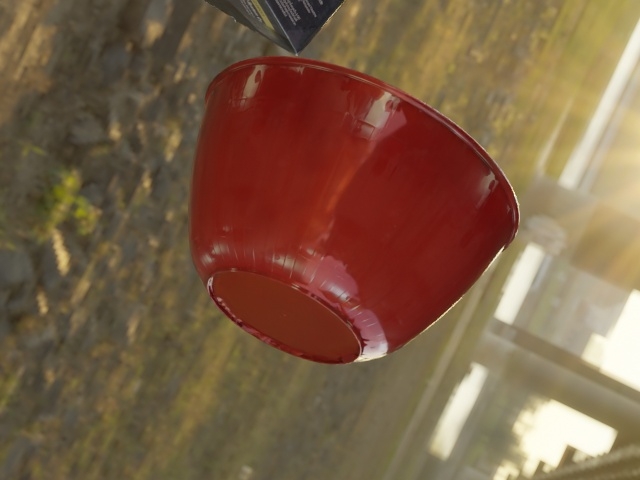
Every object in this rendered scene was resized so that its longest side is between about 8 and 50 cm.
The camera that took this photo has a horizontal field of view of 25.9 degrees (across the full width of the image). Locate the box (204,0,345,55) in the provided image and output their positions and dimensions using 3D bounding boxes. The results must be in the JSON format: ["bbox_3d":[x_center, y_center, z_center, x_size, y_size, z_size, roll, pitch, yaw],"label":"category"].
[{"bbox_3d":[-0.165,-0.323,0.949,0.097,0.318,0.395,-49,147,-8],"label":"box"}]

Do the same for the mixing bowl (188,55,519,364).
[{"bbox_3d":[0.000,0.000,0.717,0.181,0.181,0.098,97,19,-64],"label":"mixing bowl"}]
